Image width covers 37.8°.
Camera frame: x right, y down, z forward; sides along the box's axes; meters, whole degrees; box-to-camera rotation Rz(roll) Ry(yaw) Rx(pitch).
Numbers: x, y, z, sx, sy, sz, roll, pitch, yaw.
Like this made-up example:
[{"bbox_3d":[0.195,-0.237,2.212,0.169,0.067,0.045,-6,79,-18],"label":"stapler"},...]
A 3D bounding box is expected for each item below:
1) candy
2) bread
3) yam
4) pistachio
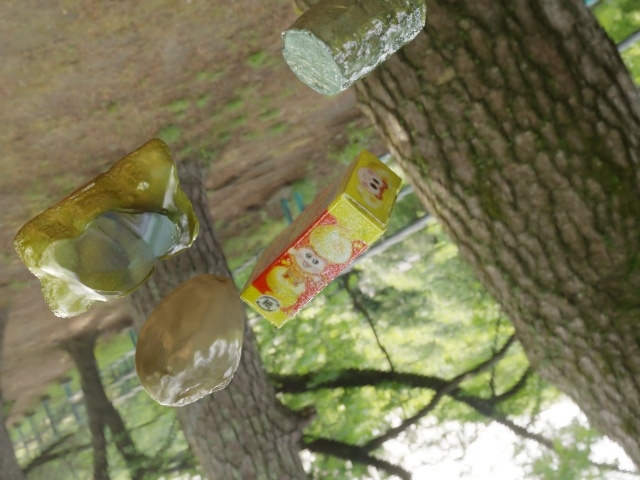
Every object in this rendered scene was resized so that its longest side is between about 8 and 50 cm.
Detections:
[{"bbox_3d":[0.000,0.000,1.432,0.276,0.088,0.146,-43,-168,36],"label":"candy"},{"bbox_3d":[-0.254,-0.005,1.172,0.233,0.161,0.088,-36,-150,-18],"label":"bread"},{"bbox_3d":[0.037,-0.250,1.118,0.194,0.107,0.107,-44,-172,-37],"label":"yam"},{"bbox_3d":[-0.185,0.147,1.380,0.126,0.152,0.223,108,8,-51],"label":"pistachio"}]
